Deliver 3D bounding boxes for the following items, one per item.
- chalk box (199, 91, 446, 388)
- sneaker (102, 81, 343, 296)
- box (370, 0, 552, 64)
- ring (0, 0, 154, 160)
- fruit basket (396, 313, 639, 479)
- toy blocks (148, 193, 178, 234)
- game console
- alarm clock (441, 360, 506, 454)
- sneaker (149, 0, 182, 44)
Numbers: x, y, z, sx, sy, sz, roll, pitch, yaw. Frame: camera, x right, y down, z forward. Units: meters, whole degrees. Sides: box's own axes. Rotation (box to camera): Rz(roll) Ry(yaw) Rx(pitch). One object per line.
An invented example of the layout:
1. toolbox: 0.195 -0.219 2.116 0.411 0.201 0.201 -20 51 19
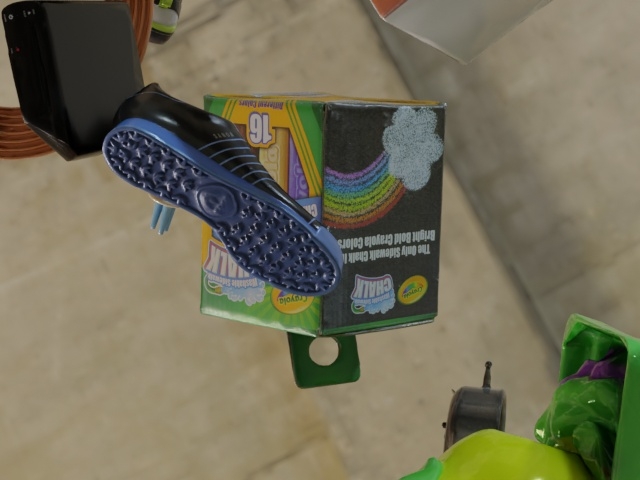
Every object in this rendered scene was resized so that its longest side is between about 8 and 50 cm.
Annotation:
1. chalk box: 0.000 0.000 1.768 0.180 0.289 0.179 -4 10 -45
2. sneaker: -0.071 -0.048 1.482 0.081 0.232 0.090 -44 15 37
3. box: 0.085 -0.351 1.411 0.215 0.345 0.168 -37 -22 19
4. ring: -0.337 -0.255 1.925 0.336 0.337 0.032 -33 -13 17
5. fruit basket: 0.214 0.256 1.590 0.392 0.392 0.283 -26 6 -2
6. toy blocks: -0.156 -0.064 2.180 0.054 0.123 0.148 -10 -57 -52
7. game console: -0.226 -0.251 1.519 0.044 0.361 0.213 -10 5 15
8. alarm clock: 0.153 0.228 1.788 0.064 0.192 0.129 2 -42 7
9. sneaker: -0.210 -0.337 2.292 0.084 0.235 0.097 16 -64 -23
